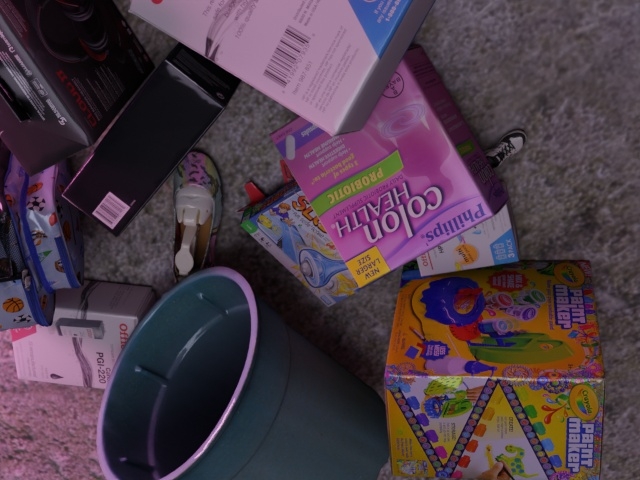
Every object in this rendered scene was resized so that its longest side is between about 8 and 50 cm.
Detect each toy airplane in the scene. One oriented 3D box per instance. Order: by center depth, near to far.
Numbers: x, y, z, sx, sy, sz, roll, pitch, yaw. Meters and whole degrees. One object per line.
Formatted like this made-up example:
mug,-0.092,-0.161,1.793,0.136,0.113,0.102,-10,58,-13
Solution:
toy airplane,-0.049,-0.058,1.542,0.151,0.028,0.151,4,129,5

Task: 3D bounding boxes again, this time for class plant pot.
plant pot,-0.095,0.265,1.557,0.341,0.341,0.334,-36,129,26

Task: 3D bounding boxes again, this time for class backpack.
backpack,-0.452,-0.003,1.532,0.213,0.276,0.263,0,124,-5

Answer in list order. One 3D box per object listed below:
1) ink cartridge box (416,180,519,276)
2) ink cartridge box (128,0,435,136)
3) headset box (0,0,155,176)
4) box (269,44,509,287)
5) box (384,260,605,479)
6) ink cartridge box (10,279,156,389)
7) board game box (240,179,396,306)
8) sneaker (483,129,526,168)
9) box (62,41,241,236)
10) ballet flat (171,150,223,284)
ink cartridge box,0.186,-0.012,1.507,0.181,0.061,0.104,-10,117,16
ink cartridge box,-0.040,-0.299,1.268,0.307,0.129,0.223,33,106,10
headset box,-0.350,-0.235,1.337,0.110,0.293,0.218,-23,113,22
box,0.093,-0.098,1.401,0.213,0.117,0.243,-29,93,24
box,0.245,0.174,1.474,0.279,0.290,0.177,0,119,10
ink cartridge box,-0.378,0.150,1.689,0.217,0.092,0.159,5,121,5
board game box,0.000,0.000,1.542,0.136,0.035,0.201,-31,120,29
sneaker,0.250,-0.118,1.448,0.083,0.037,0.032,-38,106,25
box,-0.217,-0.156,1.424,0.103,0.184,0.261,39,119,-10
ballet flat,-0.189,-0.021,1.560,0.077,0.079,0.221,11,121,5
